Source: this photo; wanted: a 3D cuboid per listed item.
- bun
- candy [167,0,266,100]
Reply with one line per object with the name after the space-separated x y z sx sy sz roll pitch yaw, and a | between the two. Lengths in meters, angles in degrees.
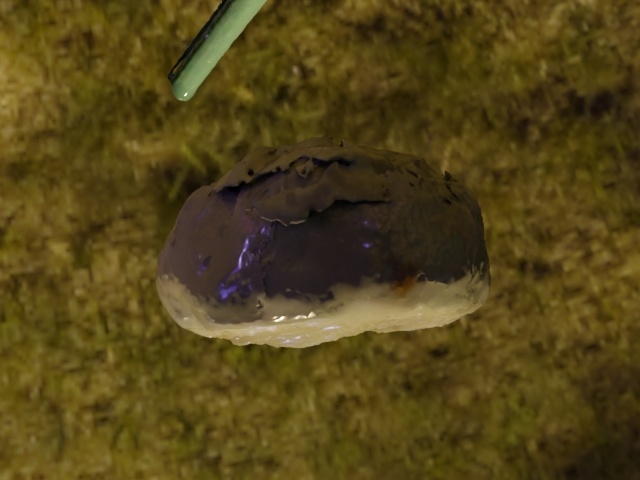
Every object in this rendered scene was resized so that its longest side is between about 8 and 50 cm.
0.000 0.000 1.077 0.239 0.141 0.239 -7 171 -1 | bun
0.023 -0.169 0.647 0.093 0.092 0.335 21 132 -25 | candy
